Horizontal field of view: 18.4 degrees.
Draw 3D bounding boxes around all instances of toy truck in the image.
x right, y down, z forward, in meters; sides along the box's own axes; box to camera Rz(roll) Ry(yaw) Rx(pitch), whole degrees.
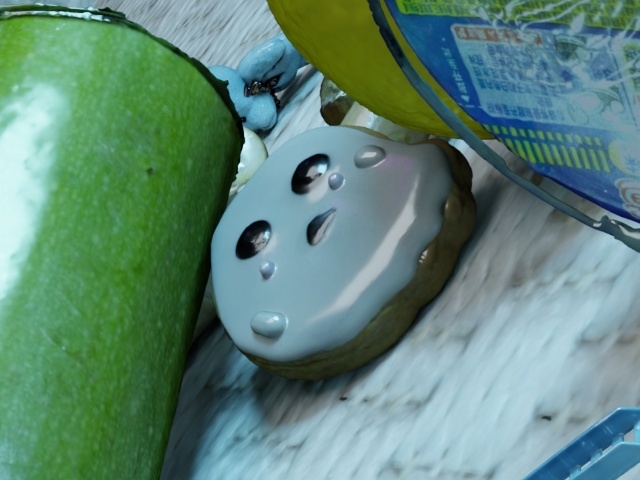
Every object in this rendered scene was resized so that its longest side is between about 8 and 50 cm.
[{"bbox_3d":[0.102,0.131,0.808,0.136,0.074,0.063,-41,19,24],"label":"toy truck"}]

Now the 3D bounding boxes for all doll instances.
[{"bbox_3d":[-0.048,-0.141,1.806,0.180,0.075,0.120,-27,-18,9],"label":"doll"}]

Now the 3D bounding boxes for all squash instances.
[{"bbox_3d":[-0.212,0.055,1.335,0.263,0.263,0.384,-32,36,47],"label":"squash"}]

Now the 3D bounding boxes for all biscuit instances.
[{"bbox_3d":[0.000,0.000,1.280,0.208,0.049,0.181,20,75,49],"label":"biscuit"}]

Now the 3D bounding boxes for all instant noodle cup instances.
[{"bbox_3d":[0.210,-0.193,0.939,0.312,0.284,0.284,-51,15,-31],"label":"instant noodle cup"}]

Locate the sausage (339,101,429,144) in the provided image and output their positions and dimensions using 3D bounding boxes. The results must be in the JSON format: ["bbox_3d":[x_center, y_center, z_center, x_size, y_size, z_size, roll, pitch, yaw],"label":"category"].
[{"bbox_3d":[0.035,-0.062,1.382,0.301,0.066,0.066,-57,18,-7],"label":"sausage"}]

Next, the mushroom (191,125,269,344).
[{"bbox_3d":[-0.143,0.031,1.597,0.286,0.156,0.151,-50,-11,-6],"label":"mushroom"}]

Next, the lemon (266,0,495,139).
[{"bbox_3d":[0.095,-0.192,1.164,0.293,0.293,0.293,-44,18,18],"label":"lemon"}]

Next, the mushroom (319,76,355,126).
[{"bbox_3d":[0.062,-0.125,1.490,0.187,0.061,0.060,-19,34,52],"label":"mushroom"}]
